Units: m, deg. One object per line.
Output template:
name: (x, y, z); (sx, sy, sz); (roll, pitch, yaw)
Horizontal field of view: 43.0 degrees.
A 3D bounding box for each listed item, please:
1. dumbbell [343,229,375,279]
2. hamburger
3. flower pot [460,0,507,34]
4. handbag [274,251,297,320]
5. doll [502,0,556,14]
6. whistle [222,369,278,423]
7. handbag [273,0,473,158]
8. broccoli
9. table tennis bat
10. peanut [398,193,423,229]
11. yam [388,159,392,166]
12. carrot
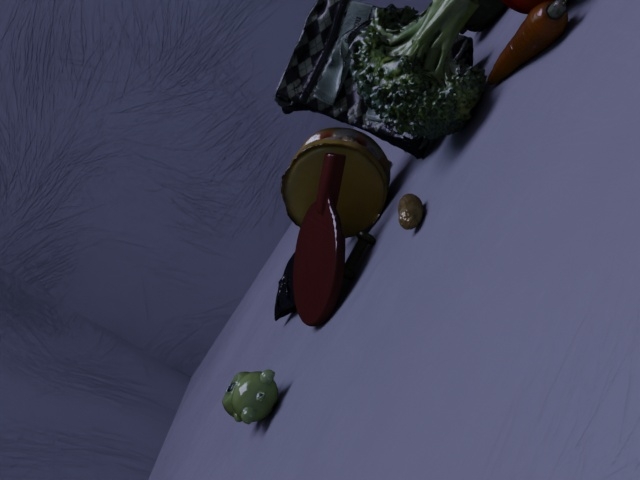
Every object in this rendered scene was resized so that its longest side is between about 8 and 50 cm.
dumbbell: (0.080, 0.034, 1.874); (0.118, 0.046, 0.052); (-60, 3, -4)
hamburger: (0.045, -0.134, 2.060); (0.186, 0.260, 0.303); (-63, -20, -64)
flower pot: (0.389, -0.680, 2.065); (0.302, 0.213, 0.302); (-56, 8, 12)
handbag: (-0.068, 0.112, 2.331); (0.254, 0.088, 0.211); (139, 150, -65)
doll: (0.395, -0.507, 1.483); (0.363, 0.160, 0.183); (-76, -15, -74)
whistle: (-0.169, 0.371, 1.921); (0.131, 0.106, 0.288); (-63, 10, -18)
handbag: (0.117, -0.391, 1.953); (0.317, 0.416, 0.180); (-61, -21, -10)
broccoli: (0.228, -0.368, 1.696); (0.302, 0.249, 0.375); (-35, 39, 17)
table tennis bat: (0.000, 0.000, 1.908); (0.268, 0.051, 0.415); (-147, 64, -65)
peanut: (0.176, -0.056, 1.596); (0.054, 0.054, 0.113); (-55, 8, 25)
yam: (0.142, -0.126, 2.201); (0.027, 0.029, 0.234); (-4, 49, 47)
carrot: (0.375, -0.356, 1.488); (0.069, 0.069, 0.336); (-60, 1, -13)
